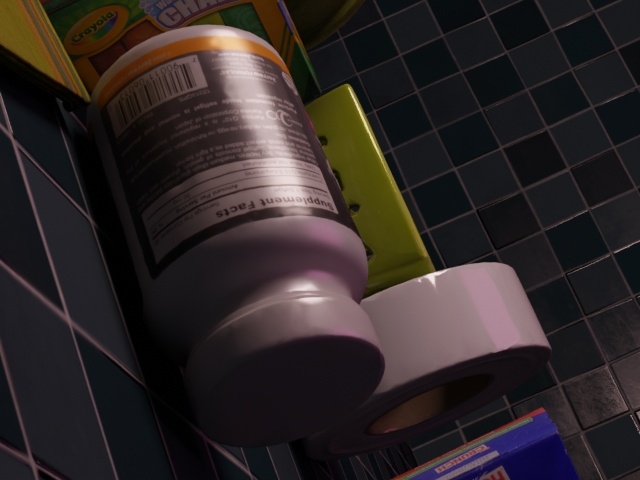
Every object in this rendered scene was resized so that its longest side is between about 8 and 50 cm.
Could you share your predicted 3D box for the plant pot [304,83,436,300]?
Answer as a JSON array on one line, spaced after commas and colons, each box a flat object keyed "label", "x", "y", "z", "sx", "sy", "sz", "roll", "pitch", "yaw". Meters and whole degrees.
[{"label": "plant pot", "x": 0.000, "y": 0.000, "z": 1.542, "sx": 0.228, "sy": 0.207, "sz": 0.227, "roll": 59, "pitch": 8, "yaw": -67}]

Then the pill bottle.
[{"label": "pill bottle", "x": -0.061, "y": -0.006, "z": 0.995, "sx": 0.162, "sy": 0.162, "sz": 0.278, "roll": 61, "pitch": 6, "yaw": -57}]

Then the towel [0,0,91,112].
[{"label": "towel", "x": -0.209, "y": -0.148, "z": 0.907, "sx": 0.102, "sy": 0.021, "sz": 0.237, "roll": 61, "pitch": 3, "yaw": 8}]

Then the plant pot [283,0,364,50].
[{"label": "plant pot", "x": -0.104, "y": -0.350, "z": 1.398, "sx": 0.254, "sy": 0.276, "sz": 0.276, "roll": 27, "pitch": 35, "yaw": -56}]

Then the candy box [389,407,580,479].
[{"label": "candy box", "x": 0.236, "y": 0.417, "z": 1.797, "sx": 0.122, "sy": 0.268, "sz": 0.317, "roll": -116, "pitch": -179, "yaw": -80}]

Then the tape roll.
[{"label": "tape roll", "x": 0.096, "y": 0.132, "z": 1.490, "sx": 0.286, "sy": 0.286, "sz": 0.100, "roll": 56, "pitch": 9, "yaw": -71}]

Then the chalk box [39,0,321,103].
[{"label": "chalk box", "x": -0.141, "y": -0.227, "z": 1.167, "sx": 0.289, "sy": 0.180, "sz": 0.179, "roll": 59, "pitch": 7, "yaw": -55}]
